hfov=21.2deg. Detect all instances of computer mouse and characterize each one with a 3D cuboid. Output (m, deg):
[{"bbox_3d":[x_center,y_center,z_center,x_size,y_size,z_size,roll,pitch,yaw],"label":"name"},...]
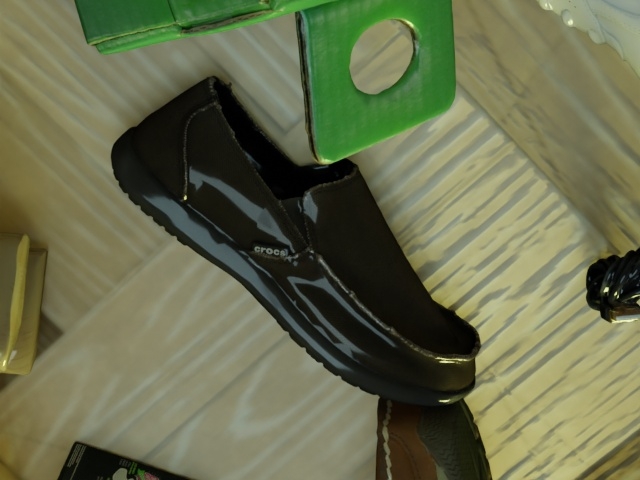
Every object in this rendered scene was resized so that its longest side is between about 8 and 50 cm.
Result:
[{"bbox_3d":[0.200,-0.034,0.828,0.193,0.106,0.042,-43,83,6],"label":"computer mouse"}]

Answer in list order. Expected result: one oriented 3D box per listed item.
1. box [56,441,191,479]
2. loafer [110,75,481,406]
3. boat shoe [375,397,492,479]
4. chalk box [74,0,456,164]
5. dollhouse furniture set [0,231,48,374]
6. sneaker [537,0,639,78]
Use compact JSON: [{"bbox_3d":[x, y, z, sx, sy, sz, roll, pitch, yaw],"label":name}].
[{"bbox_3d":[-0.108,0.159,0.937,0.083,0.052,0.062,19,112,-2],"label":"box"},{"bbox_3d":[0.000,0.000,0.851,0.220,0.080,0.078,37,110,-9],"label":"loafer"},{"bbox_3d":[0.040,0.237,0.921,0.119,0.122,0.324,-1,110,8],"label":"boat shoe"},{"bbox_3d":[0.002,-0.180,0.675,0.179,0.180,0.289,-6,105,47],"label":"chalk box"},{"bbox_3d":[-0.271,-0.015,0.732,0.256,0.362,0.394,5,84,1],"label":"dollhouse furniture set"},{"bbox_3d":[0.113,-0.141,0.794,0.115,0.090,0.232,-27,98,21],"label":"sneaker"}]
